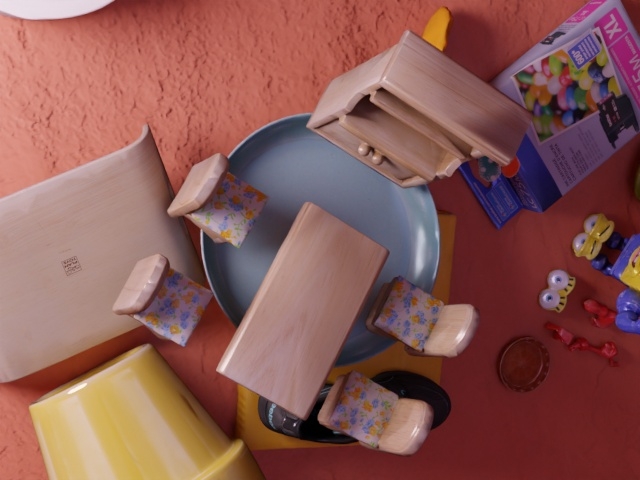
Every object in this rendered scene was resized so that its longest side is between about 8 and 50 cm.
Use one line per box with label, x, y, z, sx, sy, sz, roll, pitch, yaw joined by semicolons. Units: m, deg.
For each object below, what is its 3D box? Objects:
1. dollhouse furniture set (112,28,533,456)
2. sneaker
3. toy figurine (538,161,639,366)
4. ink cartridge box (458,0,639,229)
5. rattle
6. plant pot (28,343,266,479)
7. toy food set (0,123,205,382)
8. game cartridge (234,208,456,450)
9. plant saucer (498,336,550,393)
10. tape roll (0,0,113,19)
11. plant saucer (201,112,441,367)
dollhouse furniture set;0.034;0.000;1.279;0.362;0.256;0.394;31;75;-15
sneaker;0.056;0.228;1.470;0.267;0.106;0.101;0;99;-22
toy figurine;0.498;0.028;1.583;0.191;0.217;0.362;36;87;-22
ink cartridge box;0.325;-0.173;1.569;0.311;0.065;0.186;-38;110;-9
rattle;0.196;-0.186;1.484;0.200;0.130;0.143;31;49;5
plant pot;-0.220;0.263;1.360;0.254;0.254;0.239;-27;92;-14
toy food set;-0.306;0.015;1.363;0.306;0.092;0.219;-24;119;-13
game cartridge;0.033;0.115;1.521;0.285;0.053;0.323;1;102;-21
plant saucer;0.293;0.179;1.644;0.083;0.013;0.083;-4;101;-21
tape roll;-0.315;-0.389;1.270;0.286;0.100;0.286;-3;100;-19
plant saucer;0.000;0.000;1.426;0.318;0.044;0.317;2;85;-20
